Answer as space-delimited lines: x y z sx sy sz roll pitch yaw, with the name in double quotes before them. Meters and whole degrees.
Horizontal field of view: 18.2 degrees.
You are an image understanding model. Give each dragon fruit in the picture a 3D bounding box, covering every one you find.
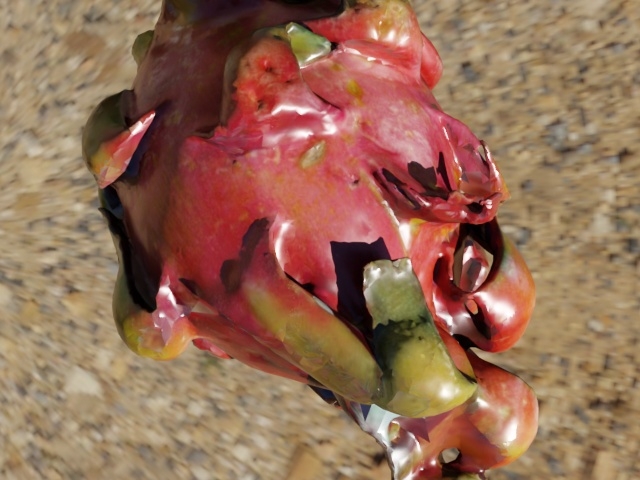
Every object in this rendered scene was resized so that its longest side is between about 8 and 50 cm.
"dragon fruit" 0.008 -0.014 1.110 0.307 0.227 0.243 27 62 8
